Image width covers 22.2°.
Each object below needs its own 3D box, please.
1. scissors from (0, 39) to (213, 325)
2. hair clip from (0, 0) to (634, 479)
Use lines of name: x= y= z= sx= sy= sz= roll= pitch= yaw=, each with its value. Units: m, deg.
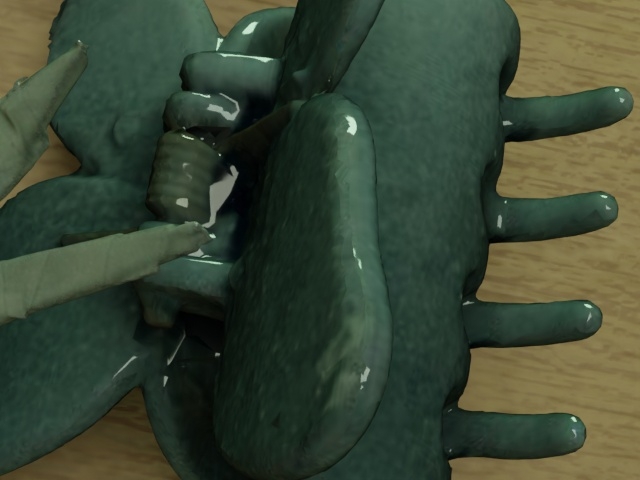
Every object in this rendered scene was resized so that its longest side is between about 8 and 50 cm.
scissors: x=-0.216 y=0.050 z=0.736 sx=0.383 sy=0.029 sz=0.256 roll=-29 pitch=83 yaw=23
hair clip: x=0.000 y=0.000 z=0.812 sx=0.238 sy=0.392 sz=0.318 roll=25 pitch=66 yaw=-34
